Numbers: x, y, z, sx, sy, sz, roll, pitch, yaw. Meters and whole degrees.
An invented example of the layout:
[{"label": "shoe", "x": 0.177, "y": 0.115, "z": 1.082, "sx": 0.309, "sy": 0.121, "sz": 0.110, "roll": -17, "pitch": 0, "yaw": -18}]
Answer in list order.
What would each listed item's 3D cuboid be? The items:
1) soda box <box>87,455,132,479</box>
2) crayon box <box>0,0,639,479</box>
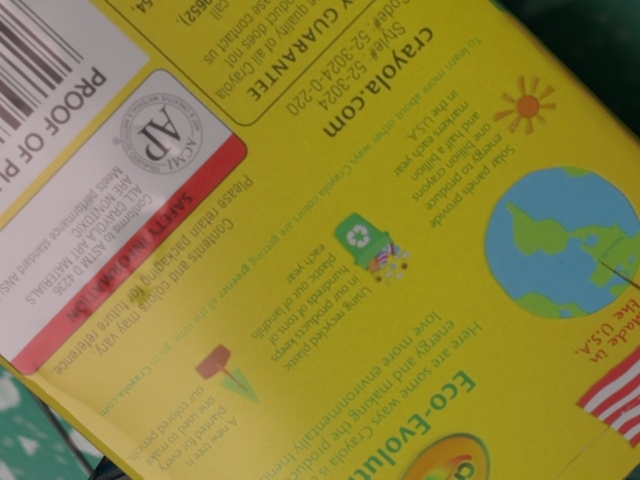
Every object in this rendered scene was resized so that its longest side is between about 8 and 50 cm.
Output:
[{"label": "soda box", "x": -0.040, "y": 0.165, "z": 0.824, "sx": 0.063, "sy": 0.058, "sz": 0.183, "roll": -9, "pitch": 120, "yaw": 30}, {"label": "crayon box", "x": 0.000, "y": 0.000, "z": 0.602, "sx": 0.318, "sy": 0.081, "sz": 0.202, "roll": 44, "pitch": 100, "yaw": -10}]
